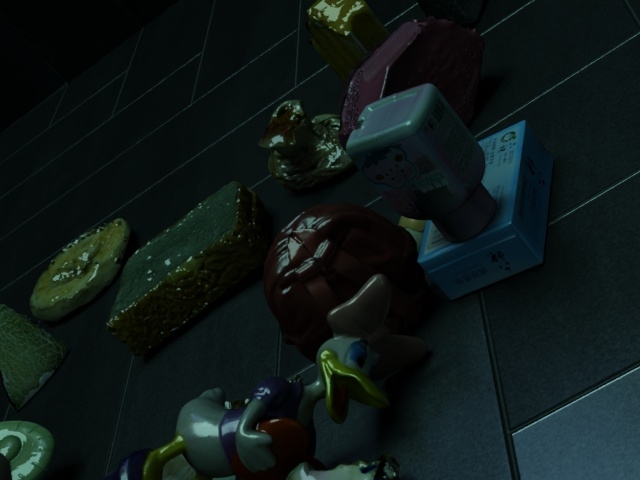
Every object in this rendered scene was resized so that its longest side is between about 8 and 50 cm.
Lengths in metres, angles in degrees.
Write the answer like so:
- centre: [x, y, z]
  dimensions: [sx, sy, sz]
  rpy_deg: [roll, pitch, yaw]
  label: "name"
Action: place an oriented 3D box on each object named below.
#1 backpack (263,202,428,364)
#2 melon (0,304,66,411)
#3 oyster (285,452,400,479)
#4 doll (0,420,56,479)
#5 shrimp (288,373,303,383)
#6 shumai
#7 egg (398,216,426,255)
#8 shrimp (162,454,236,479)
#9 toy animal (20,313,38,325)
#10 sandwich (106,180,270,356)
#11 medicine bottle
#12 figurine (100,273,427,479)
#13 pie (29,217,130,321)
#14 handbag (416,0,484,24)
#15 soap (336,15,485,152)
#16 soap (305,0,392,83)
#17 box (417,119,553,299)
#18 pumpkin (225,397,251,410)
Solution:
- centre: [0.026, 0.055, 1.541]
  dimensions: [0.229, 0.229, 0.139]
  rpy_deg: [-41, 28, 1]
  label: "backpack"
- centre: [-0.550, 0.213, 2.250]
  dimensions: [0.139, 0.202, 0.093]
  rpy_deg: [-11, -1, -14]
  label: "melon"
- centre: [-0.004, 0.333, 1.296]
  dimensions: [0.198, 0.092, 0.259]
  rpy_deg: [0, 56, 55]
  label: "oyster"
- centre: [-0.538, 0.417, 1.844]
  dimensions: [0.268, 0.216, 0.284]
  rpy_deg: [-6, 54, 14]
  label: "doll"
- centre: [-0.051, 0.229, 1.601]
  dimensions: [0.108, 0.023, 0.059]
  rpy_deg: [-49, 35, -17]
  label: "shrimp"
- centre: [-0.026, -0.178, 2.082]
  dimensions: [0.209, 0.153, 0.161]
  rpy_deg: [6, 59, 54]
  label: "shumai"
- centre: [0.142, -0.016, 1.650]
  dimensions: [0.071, 0.083, 0.071]
  rpy_deg: [-10, 27, 5]
  label: "egg"
- centre: [-0.214, 0.390, 1.520]
  dimensions: [0.247, 0.085, 0.360]
  rpy_deg: [-29, 23, 11]
  label: "shrimp"
- centre: [-0.609, 0.183, 2.385]
  dimensions: [0.098, 0.098, 0.137]
  rpy_deg: [-32, 26, 20]
  label: "toy animal"
- centre: [-0.224, 0.033, 2.074]
  dimensions: [0.301, 0.099, 0.271]
  rpy_deg: [-36, 25, 13]
  label: "sandwich"
- centre: [0.133, -0.089, 1.459]
  dimensions: [0.119, 0.188, 0.094]
  rpy_deg: [-16, 36, 41]
  label: "medicine bottle"
- centre: [-0.058, 0.219, 1.427]
  dimensions: [0.421, 0.154, 0.193]
  rpy_deg: [-30, 34, 0]
  label: "figurine"
- centre: [-0.497, 0.059, 2.473]
  dimensions: [0.274, 0.055, 0.274]
  rpy_deg: [-32, 27, 19]
  label: "pie"
- centre: [0.235, -0.502, 2.193]
  dimensions: [0.089, 0.175, 0.270]
  rpy_deg: [-15, 36, 40]
  label: "handbag"
- centre: [0.149, -0.235, 1.881]
  dimensions: [0.289, 0.182, 0.112]
  rpy_deg: [-48, 24, -24]
  label: "soap"
- centre: [0.073, -0.314, 2.020]
  dimensions: [0.080, 0.257, 0.160]
  rpy_deg: [-48, 26, -14]
  label: "soap"
- centre: [0.223, -0.043, 1.579]
  dimensions: [0.142, 0.083, 0.232]
  rpy_deg: [-26, 28, 31]
  label: "box"
- centre: [-0.128, 0.252, 1.636]
  dimensions: [0.074, 0.054, 0.083]
  rpy_deg: [-14, 31, 37]
  label: "pumpkin"
